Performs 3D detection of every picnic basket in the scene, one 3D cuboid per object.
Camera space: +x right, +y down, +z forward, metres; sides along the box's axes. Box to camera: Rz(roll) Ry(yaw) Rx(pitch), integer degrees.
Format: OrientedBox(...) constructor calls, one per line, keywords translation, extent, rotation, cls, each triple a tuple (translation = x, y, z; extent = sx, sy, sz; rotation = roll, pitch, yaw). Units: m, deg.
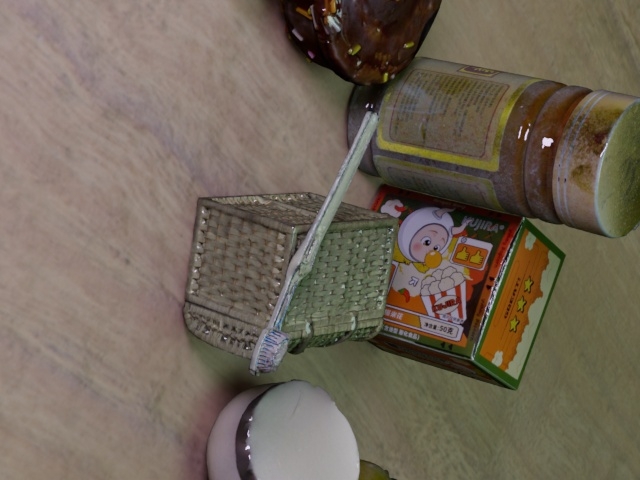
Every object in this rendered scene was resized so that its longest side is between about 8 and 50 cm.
OrientedBox(translation=(-0.031, 0.040, 1.737), extent=(0.196, 0.134, 0.154), rotation=(-6, 110, -55), cls="picnic basket")

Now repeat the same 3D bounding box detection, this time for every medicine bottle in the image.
OrientedBox(translation=(0.196, -0.109, 1.837), extent=(0.151, 0.322, 0.151), rotation=(-27, 124, -48), cls="medicine bottle")

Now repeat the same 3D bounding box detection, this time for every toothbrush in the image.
OrientedBox(translation=(-0.005, -0.001, 1.624), extent=(0.026, 0.028, 0.294), rotation=(44, 62, -52), cls="toothbrush")

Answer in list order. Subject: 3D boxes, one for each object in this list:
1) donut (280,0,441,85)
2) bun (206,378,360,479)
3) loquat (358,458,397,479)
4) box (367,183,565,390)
OrientedBox(translation=(0.046, -0.279, 1.758), extent=(0.216, 0.096, 0.230), rotation=(14, 90, -59), cls="donut")
OrientedBox(translation=(-0.049, 0.240, 1.796), extent=(0.172, 0.120, 0.173), rotation=(15, 64, -32), cls="bun")
OrientedBox(translation=(0.023, 0.341, 1.928), extent=(0.195, 0.152, 0.152), rotation=(-45, 136, -26), cls="loquat")
OrientedBox(translation=(0.148, 0.052, 1.945), extent=(0.148, 0.194, 0.178), rotation=(37, 73, -55), cls="box")
